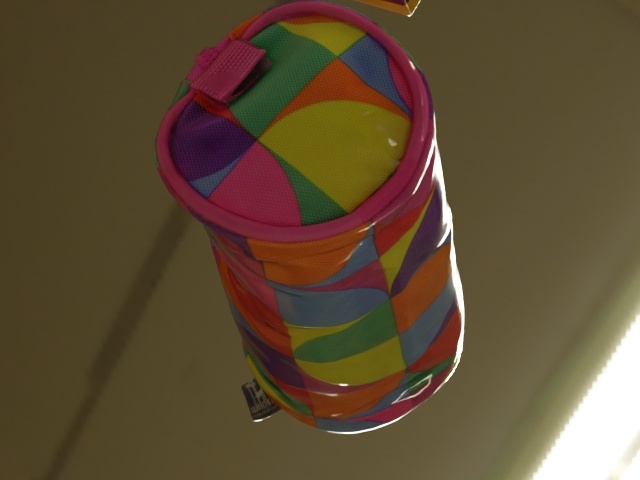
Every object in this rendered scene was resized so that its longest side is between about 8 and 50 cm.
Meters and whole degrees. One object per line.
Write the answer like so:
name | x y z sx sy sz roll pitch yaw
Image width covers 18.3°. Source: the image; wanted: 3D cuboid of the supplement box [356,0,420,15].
supplement box | 0.016 -0.130 0.716 0.043 0.083 0.055 21 -110 35

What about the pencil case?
pencil case | 0.000 0.000 0.766 0.104 0.236 0.104 -1 -113 4
